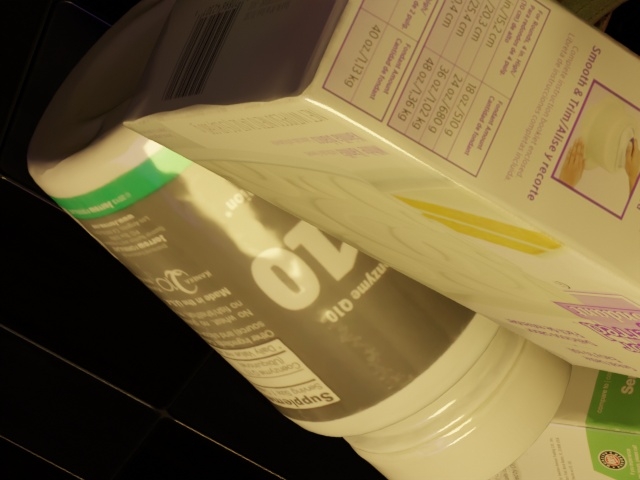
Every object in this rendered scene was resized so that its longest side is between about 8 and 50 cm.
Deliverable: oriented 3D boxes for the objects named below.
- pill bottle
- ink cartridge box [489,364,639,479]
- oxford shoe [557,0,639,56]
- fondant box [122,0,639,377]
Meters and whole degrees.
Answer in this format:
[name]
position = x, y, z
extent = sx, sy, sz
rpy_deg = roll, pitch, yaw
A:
[pill bottle]
position = 0.000, 0.000, 0.899
extent = 0.204, 0.204, 0.361
rpy_deg = -17, 128, 42
[ink cartridge box]
position = 0.173, 0.152, 1.084
extent = 0.219, 0.093, 0.160
rpy_deg = 5, 140, 25
[oxford shoe]
position = 0.113, -0.153, 0.688
extent = 0.397, 0.146, 0.140
rpy_deg = 13, 144, 16
[fondant box]
position = 0.093, -0.028, 0.677
extent = 0.330, 0.096, 0.238
rpy_deg = 27, 171, -23
